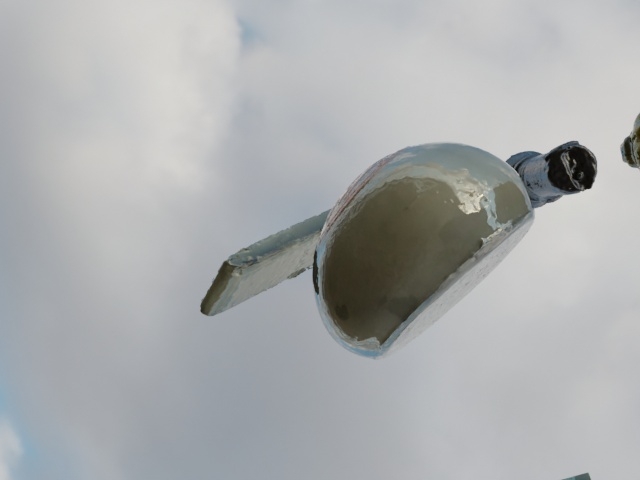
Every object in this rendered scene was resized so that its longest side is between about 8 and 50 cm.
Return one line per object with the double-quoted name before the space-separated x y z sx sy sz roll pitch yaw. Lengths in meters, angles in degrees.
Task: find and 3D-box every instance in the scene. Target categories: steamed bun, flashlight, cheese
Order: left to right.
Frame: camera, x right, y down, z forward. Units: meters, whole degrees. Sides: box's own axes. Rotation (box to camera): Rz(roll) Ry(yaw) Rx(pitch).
"cheese" -0.001 -0.003 1.163 0.034 0.400 0.085 38 -55 19
"steamed bun" 0.082 -0.003 0.888 0.145 0.232 0.232 48 -52 13
"flashlight" 0.317 -0.089 1.300 0.232 0.093 0.093 -167 -117 -84

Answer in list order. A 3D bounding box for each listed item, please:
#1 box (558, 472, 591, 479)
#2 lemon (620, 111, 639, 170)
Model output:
"box" 0.332 0.419 1.257 0.121 0.030 0.193 -19 -85 11
"lemon" 0.473 -0.111 0.873 0.316 0.285 0.285 28 -61 51
